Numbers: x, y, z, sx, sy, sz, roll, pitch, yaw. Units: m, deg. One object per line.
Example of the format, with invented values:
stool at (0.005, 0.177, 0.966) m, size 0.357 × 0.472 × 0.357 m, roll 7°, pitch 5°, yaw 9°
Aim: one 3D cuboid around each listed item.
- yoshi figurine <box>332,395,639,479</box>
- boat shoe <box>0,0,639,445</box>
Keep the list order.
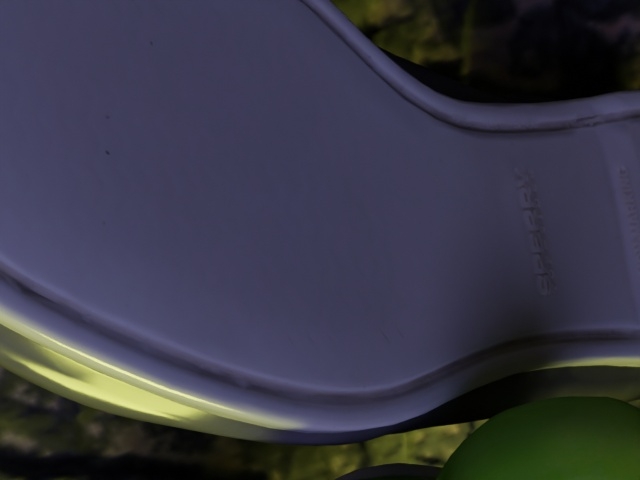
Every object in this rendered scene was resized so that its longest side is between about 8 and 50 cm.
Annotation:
yoshi figurine at (0.039, 0.165, 0.529) m, size 0.203 × 0.203 × 0.362 m, roll -16°, pitch 158°, yaw -30°
boat shoe at (0.000, 0.000, 0.479) m, size 0.095 × 0.112 × 0.335 m, roll -17°, pitch 164°, yaw 40°
